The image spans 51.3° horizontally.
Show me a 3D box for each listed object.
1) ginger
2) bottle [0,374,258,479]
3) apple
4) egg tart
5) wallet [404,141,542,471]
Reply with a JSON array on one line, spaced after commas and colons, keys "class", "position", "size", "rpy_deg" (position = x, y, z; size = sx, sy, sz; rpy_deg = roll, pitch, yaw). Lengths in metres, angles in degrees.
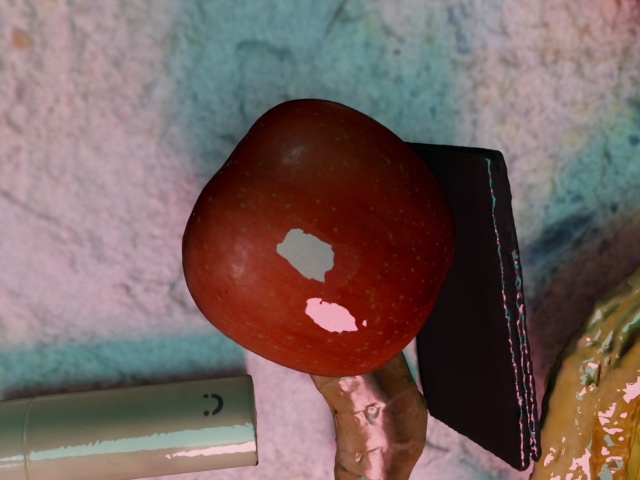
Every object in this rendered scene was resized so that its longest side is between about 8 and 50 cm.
[{"class": "ginger", "position": [0.040, 0.140, 0.552], "size": [0.095, 0.069, 0.190], "rpy_deg": [-19, 107, 4]}, {"class": "bottle", "position": [-0.151, 0.150, 0.520], "size": [0.202, 0.072, 0.072], "rpy_deg": [-4, 106, -9]}, {"class": "apple", "position": [0.000, 0.000, 0.445], "size": [0.168, 0.181, 0.181], "rpy_deg": [33, 98, -1]}, {"class": "egg tart", "position": [0.318, 0.140, 0.558], "size": [0.352, 0.150, 0.351], "rpy_deg": [-3, 106, -9]}, {"class": "wallet", "position": [0.108, 0.046, 0.511], "size": [0.025, 0.124, 0.244], "rpy_deg": [-19, 108, -25]}]
